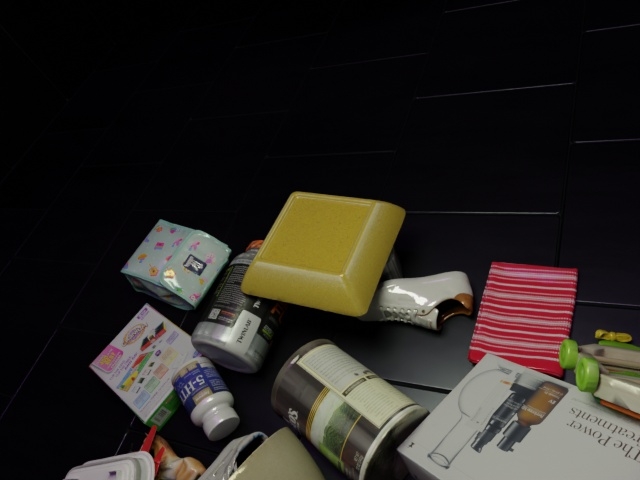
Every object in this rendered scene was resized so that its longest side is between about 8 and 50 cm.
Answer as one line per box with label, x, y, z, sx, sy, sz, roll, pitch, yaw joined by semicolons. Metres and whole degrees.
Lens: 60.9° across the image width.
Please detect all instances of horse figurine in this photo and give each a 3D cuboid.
horse figurine;-0.340;0.558;1.261;0.264;0.066;0.174;-2;53;33

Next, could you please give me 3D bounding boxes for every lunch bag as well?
lunch bag;-0.426;0.077;1.653;0.263;0.160;0.223;16;58;23

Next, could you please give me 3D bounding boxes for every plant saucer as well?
plant saucer;0.000;0.000;1.318;0.333;0.081;0.332;8;52;25

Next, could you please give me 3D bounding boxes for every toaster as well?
toaster;0.136;0.043;1.395;0.129;0.146;0.226;-22;45;10

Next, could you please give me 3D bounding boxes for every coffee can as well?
coffee can;0.060;0.358;1.130;0.275;0.201;0.201;28;69;40

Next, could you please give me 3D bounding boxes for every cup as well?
cup;-0.081;0.552;0.996;0.237;0.331;0.331;36;73;18

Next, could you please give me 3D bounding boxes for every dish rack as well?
dish rack;-0.503;0.650;1.204;0.286;0.072;0.332;-19;56;25

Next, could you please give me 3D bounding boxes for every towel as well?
towel;0.452;0.167;1.211;0.199;0.031;0.274;5;55;30

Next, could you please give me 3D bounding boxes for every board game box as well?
board game box;-0.468;0.339;1.514;0.317;0.064;0.242;24;67;39

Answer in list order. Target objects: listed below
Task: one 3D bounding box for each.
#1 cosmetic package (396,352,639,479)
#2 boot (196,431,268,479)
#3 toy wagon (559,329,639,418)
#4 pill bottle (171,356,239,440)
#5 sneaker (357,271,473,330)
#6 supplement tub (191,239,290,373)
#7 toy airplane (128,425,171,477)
cosmetic package;0.360;0.368;0.931;0.284;0.097;0.377;-40;26;-22
boot;-0.204;0.510;1.141;0.123;0.095;0.258;-45;6;41
toy wagon;0.568;0.232;0.955;0.268;0.344;0.068;8;95;10
pill bottle;-0.279;0.389;1.336;0.112;0.112;0.186;-39;55;-7
sneaker;0.215;0.159;1.285;0.290;0.105;0.123;-15;45;13
supplement tub;-0.184;0.167;1.422;0.194;0.193;0.315;5;57;31
toy airplane;-0.407;0.514;1.277;0.151;0.028;0.151;-19;52;26
